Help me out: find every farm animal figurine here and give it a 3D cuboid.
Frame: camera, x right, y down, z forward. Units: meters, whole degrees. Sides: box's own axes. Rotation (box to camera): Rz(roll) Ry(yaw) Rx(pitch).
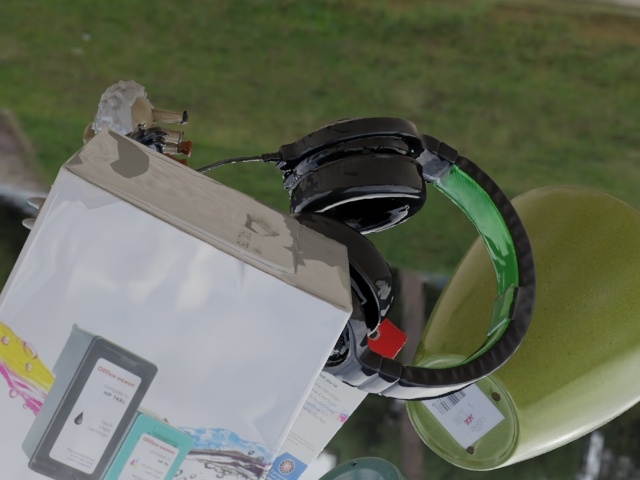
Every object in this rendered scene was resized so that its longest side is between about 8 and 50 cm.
[{"bbox_3d":[-0.252,0.014,1.741,0.172,0.330,0.327,9,168,-2],"label":"farm animal figurine"}]

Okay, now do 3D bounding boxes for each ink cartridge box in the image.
[{"bbox_3d":[-0.124,0.095,1.039,0.197,0.270,0.198,27,-170,-5],"label":"ink cartridge box"},{"bbox_3d":[-0.026,0.154,1.769,0.134,0.231,0.078,40,179,-40],"label":"ink cartridge box"}]

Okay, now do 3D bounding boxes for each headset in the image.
[{"bbox_3d":[0.000,0.000,1.420,0.394,0.243,0.185,26,149,-15],"label":"headset"}]

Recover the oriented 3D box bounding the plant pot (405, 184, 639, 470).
[{"bbox_3d":[0.221,0.120,1.723,0.275,0.274,0.293,11,-151,33],"label":"plant pot"}]

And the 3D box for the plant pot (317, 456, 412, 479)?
[{"bbox_3d":[0.099,0.477,2.415,0.272,0.255,0.271,-23,-148,15],"label":"plant pot"}]
